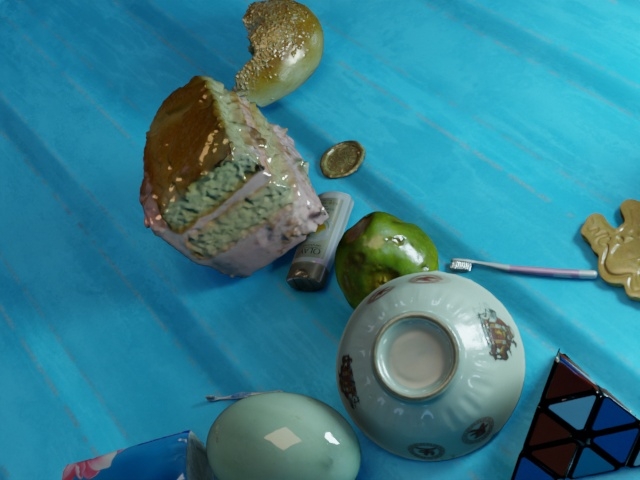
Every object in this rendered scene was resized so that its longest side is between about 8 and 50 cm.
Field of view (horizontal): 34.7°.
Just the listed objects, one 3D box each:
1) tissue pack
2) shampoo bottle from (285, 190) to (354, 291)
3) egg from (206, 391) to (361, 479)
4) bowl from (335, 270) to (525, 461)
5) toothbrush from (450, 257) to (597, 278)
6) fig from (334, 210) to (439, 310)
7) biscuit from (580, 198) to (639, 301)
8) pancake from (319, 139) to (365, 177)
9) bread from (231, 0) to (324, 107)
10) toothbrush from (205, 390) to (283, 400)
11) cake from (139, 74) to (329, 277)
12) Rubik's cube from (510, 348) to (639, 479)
[{"bbox_3d":[-0.331,0.477,1.841,0.270,0.137,0.209,-17,49,10],"label":"tissue pack"},{"bbox_3d":[0.000,0.000,2.139,0.086,0.056,0.227,0,53,30],"label":"shampoo bottle"},{"bbox_3d":[-0.066,0.364,1.767,0.283,0.203,0.203,5,55,23],"label":"egg"},{"bbox_3d":[0.174,0.203,1.735,0.337,0.157,0.337,-3,77,13],"label":"bowl"},{"bbox_3d":[0.381,0.057,1.942,0.286,0.020,0.025,4,63,28],"label":"toothbrush"},{"bbox_3d":[0.139,0.030,1.986,0.206,0.206,0.275,-11,16,16],"label":"fig"},{"bbox_3d":[0.573,0.023,1.876,0.144,0.040,0.236,-26,44,10],"label":"biscuit"},{"bbox_3d":[0.050,-0.182,2.298,0.115,0.011,0.115,-12,51,15],"label":"pancake"},{"bbox_3d":[-0.092,-0.475,2.498,0.192,0.171,0.314,-2,53,28],"label":"bread"},{"bbox_3d":[-0.148,0.302,1.988,0.162,0.017,0.014,-5,56,16],"label":"toothbrush"},{"bbox_3d":[-0.202,-0.128,2.138,0.293,0.307,0.314,-37,45,21],"label":"cake"},{"bbox_3d":[0.371,0.267,1.627,0.250,0.234,0.284,-35,48,-4],"label":"Rubik's cube"}]
